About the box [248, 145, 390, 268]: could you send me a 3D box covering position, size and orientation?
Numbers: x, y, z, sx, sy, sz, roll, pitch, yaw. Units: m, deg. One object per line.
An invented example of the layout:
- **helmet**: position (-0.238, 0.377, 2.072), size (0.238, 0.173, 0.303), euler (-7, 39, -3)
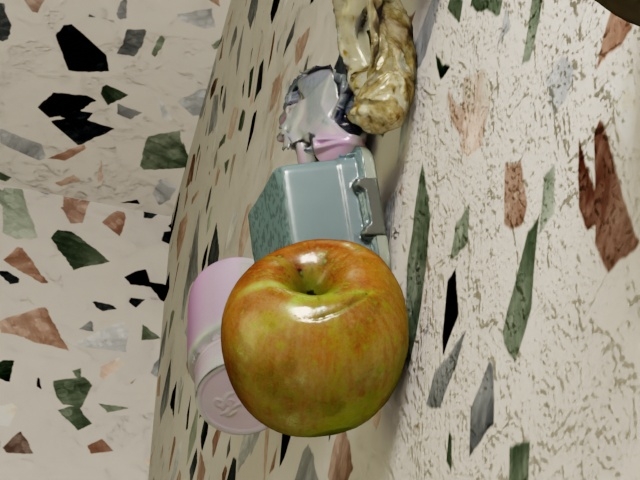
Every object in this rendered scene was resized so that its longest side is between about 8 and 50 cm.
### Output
- **box**: position (0.000, 0.000, 1.829), size (0.227, 0.130, 0.162), euler (125, 139, -67)

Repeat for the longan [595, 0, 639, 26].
- **longan**: position (0.217, -0.199, 0.833), size (0.204, 0.159, 0.185), euler (-9, 54, 40)

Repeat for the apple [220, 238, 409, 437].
- **apple**: position (-0.004, 0.102, 1.599), size (0.196, 0.196, 0.196), euler (-169, 90, -80)

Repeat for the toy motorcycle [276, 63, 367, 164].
- **toy motorcycle**: position (-0.001, -0.123, 2.012), size (0.239, 0.108, 0.204), euler (161, 119, -78)

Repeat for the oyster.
- **oyster**: position (0.059, -0.270, 1.780), size (0.166, 0.094, 0.294), euler (-129, 35, -80)

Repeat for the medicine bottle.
- **medicine bottle**: position (-0.113, 0.146, 2.226), size (0.254, 0.152, 0.152), euler (-96, 20, -57)
